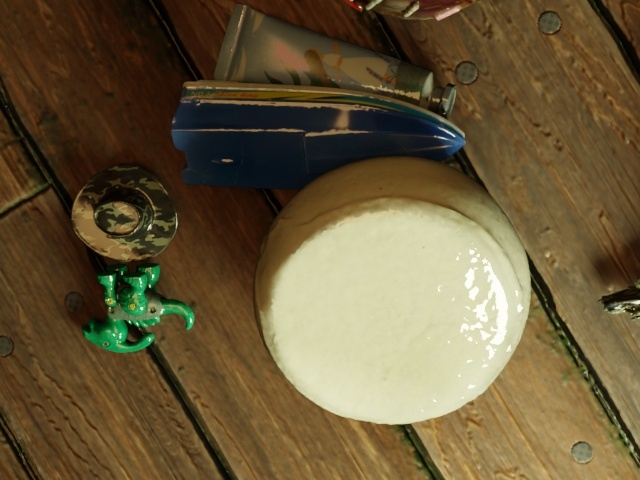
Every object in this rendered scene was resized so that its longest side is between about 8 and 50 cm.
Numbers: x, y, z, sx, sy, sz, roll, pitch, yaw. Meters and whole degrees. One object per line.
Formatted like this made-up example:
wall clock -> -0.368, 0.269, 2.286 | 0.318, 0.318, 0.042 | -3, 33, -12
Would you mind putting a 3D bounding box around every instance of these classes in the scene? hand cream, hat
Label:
hand cream -> 0.015, -0.175, 1.642 | 0.256, 0.055, 0.088 | 17, 96, 13
hat -> -0.217, -0.027, 1.691 | 0.121, 0.050, 0.121 | 2, 99, 11

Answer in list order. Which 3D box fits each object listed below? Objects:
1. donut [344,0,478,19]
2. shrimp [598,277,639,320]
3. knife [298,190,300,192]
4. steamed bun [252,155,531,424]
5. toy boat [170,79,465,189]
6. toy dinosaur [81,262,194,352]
donut -> 0.096, -0.353, 1.577 | 0.270, 0.103, 0.269 | 1, 95, 9
shrimp -> 0.382, 0.004, 1.604 | 0.219, 0.046, 0.152 | -19, 95, 6
knife -> 0.000, 0.000, 1.678 | 0.031, 0.018, 0.121 | -11, 96, 7
steamed bun -> 0.071, 0.039, 1.583 | 0.283, 0.177, 0.283 | 1, 119, 1
toy boat -> 0.003, -0.108, 1.618 | 0.295, 0.129, 0.088 | 2, 53, 9
toy dinosaur -> -0.200, 0.076, 1.704 | 0.132, 0.059, 0.096 | 2, 106, 17
